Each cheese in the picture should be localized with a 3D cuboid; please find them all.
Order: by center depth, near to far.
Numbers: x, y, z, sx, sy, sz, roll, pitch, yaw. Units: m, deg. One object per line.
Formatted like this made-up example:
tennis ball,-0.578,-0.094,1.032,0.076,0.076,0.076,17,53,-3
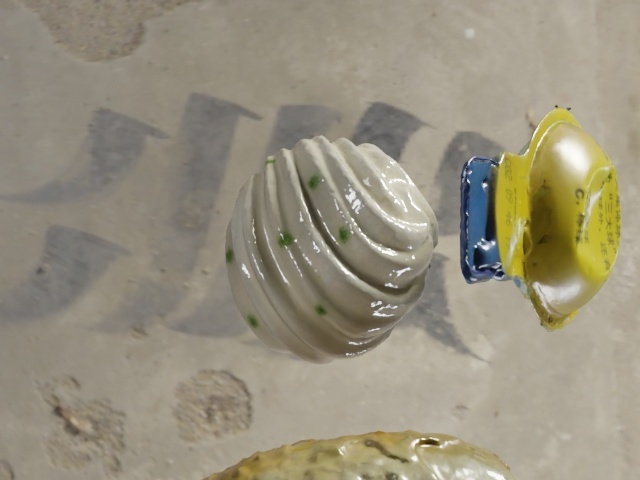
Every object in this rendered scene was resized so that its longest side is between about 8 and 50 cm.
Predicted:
cheese,0.170,-0.017,0.937,0.270,0.069,0.177,-2,93,-58

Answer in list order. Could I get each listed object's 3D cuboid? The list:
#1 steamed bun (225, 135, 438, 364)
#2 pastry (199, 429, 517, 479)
steamed bun,0.000,0.000,0.947,0.106,0.183,0.183,33,79,-57
pastry,0.018,0.240,0.871,0.329,0.136,0.330,-7,140,-6
